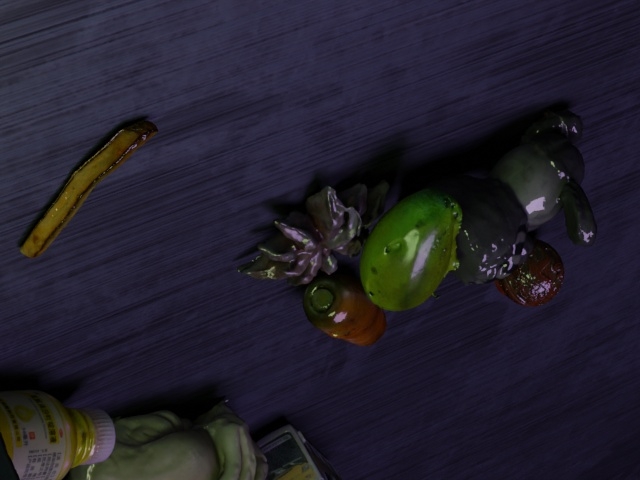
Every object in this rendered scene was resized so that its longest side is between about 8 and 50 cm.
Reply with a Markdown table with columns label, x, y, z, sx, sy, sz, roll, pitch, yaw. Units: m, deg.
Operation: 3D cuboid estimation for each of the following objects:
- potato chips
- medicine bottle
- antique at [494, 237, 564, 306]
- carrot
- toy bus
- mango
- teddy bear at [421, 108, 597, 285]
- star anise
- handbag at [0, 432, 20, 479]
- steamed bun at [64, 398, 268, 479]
| label | x | y | z | sx | sy | sz | roll | pitch | yaw |
| --- | --- | --- | --- | --- | --- | --- | --- | --- | --- |
| potato chips | -0.232 | -0.046 | 1.520 | 0.204 | 0.026 | 0.037 | -45 | 167 | 26 |
| medicine bottle | -0.335 | 0.233 | 1.821 | 0.122 | 0.122 | 0.212 | -45 | 153 | 28 |
| antique | 0.302 | 0.045 | 2.244 | 0.104 | 0.104 | 0.104 | -26 | 156 | -13 |
| carrot | 0.040 | 0.092 | 2.047 | 0.087 | 0.087 | 0.193 | -36 | 158 | 11 |
| toy bus | -0.019 | 0.386 | 2.477 | 0.097 | 0.138 | 0.342 | -31 | 157 | 1 |
| mango | 0.106 | 0.008 | 1.827 | 0.119 | 0.100 | 0.178 | -34 | 156 | -40 |
| teddy bear | 0.244 | -0.033 | 1.925 | 0.251 | 0.171 | 0.144 | -24 | 150 | -12 |
| star anise | 0.000 | 0.000 | 1.838 | 0.195 | 0.065 | 0.182 | -7 | 148 | -51 |
| handbag | -0.435 | 0.299 | 1.589 | 0.303 | 0.329 | 0.122 | -40 | 154 | 30 |
| steamed bun | -0.202 | 0.356 | 2.124 | 0.320 | 0.206 | 0.275 | -2 | 145 | -42 |
